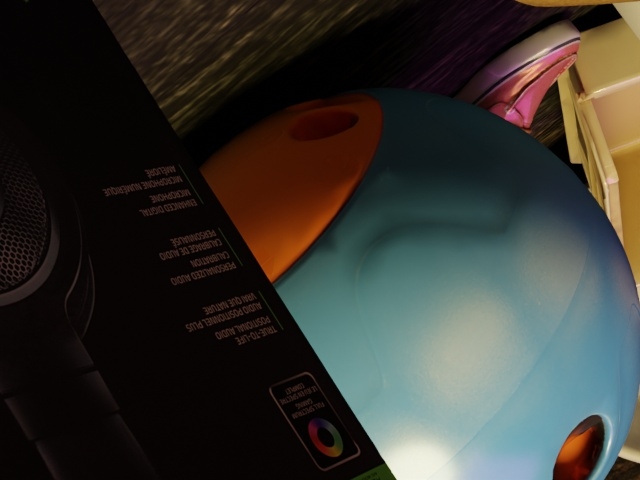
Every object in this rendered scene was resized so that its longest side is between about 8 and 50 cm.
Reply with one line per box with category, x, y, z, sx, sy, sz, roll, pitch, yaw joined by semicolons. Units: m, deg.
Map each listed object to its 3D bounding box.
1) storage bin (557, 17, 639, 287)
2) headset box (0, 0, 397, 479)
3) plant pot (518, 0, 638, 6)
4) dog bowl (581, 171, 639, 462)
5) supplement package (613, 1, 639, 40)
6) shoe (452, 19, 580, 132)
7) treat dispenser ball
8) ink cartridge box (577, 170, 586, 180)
storage bin;0.318;-0.094;1.313;0.262;0.123;0.260;-19;159;5
headset box;-0.131;0.051;0.556;0.131;0.283;0.246;-40;166;31
plant pot;0.151;-0.177;0.586;0.254;0.237;0.237;-25;176;42
dog bowl;0.304;0.054;1.532;0.265;0.265;0.104;-39;-179;28
supplement package;0.312;-0.193;1.089;0.244;0.134;0.139;-28;167;-24
shoe;0.124;-0.069;1.226;0.178;0.081;0.063;-40;167;30
treat dispenser ball;0.035;0.058;1.007;0.288;0.288;0.288;-31;168;-7
ink cartridge box;0.366;-0.029;1.650;0.270;0.198;0.197;-39;180;28
